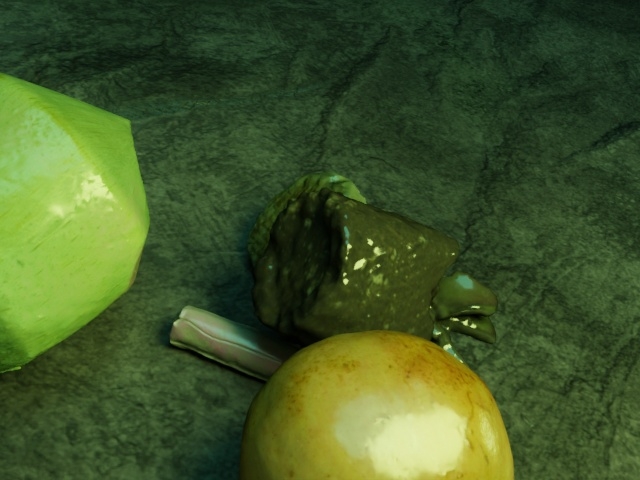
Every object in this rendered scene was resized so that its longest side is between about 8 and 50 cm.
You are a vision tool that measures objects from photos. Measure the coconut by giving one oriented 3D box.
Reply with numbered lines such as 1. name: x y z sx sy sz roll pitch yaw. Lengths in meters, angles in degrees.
1. coconut: -0.326 -0.031 0.914 0.328 0.281 0.328 -19 35 14

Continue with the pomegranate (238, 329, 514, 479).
1. pomegranate: 0.058 0.219 0.770 0.252 0.229 0.270 -4 46 -24

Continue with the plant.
1. plant: 0.071 0.060 0.969 0.276 0.188 0.199 27 -4 -35

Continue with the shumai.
1. shumai: -0.001 0.006 1.145 0.142 0.184 0.184 24 21 -48

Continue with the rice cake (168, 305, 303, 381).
1. rice cake: -0.053 0.140 0.979 0.270 0.049 0.055 21 37 8
